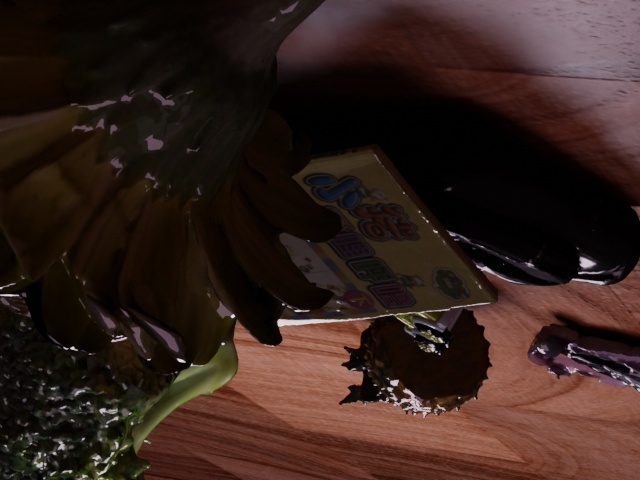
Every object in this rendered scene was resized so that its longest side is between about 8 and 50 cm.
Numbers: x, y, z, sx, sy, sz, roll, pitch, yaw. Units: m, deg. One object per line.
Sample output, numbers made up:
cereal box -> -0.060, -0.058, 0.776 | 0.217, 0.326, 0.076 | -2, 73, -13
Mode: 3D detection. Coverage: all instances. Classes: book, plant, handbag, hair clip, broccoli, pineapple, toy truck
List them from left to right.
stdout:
broccoli -> -0.254, 0.174, 2.076 | 0.277, 0.338, 0.317 | 37, -158, 31
plant -> -0.080, -0.058, 1.080 | 0.297, 0.261, 0.306 | 2, 173, 35
book -> 0.000, 0.000, 1.343 | 0.192, 0.013, 0.168 | -8, 139, 35
pineapple -> 0.084, 0.112, 1.886 | 0.125, 0.125, 0.251 | 16, 170, -10
handbag -> 0.068, -0.020, 1.449 | 0.275, 0.088, 0.244 | -3, 162, 43
toy truck -> 0.090, 0.048, 1.705 | 0.077, 0.076, 0.111 | 31, 167, 1
hair clip -> 0.281, 0.122, 1.865 | 0.187, 0.056, 0.146 | 23, 166, -1

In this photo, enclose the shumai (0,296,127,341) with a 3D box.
shumai -> -0.210, -0.018, 1.619 | 0.209, 0.161, 0.153 | 40, 141, 18
